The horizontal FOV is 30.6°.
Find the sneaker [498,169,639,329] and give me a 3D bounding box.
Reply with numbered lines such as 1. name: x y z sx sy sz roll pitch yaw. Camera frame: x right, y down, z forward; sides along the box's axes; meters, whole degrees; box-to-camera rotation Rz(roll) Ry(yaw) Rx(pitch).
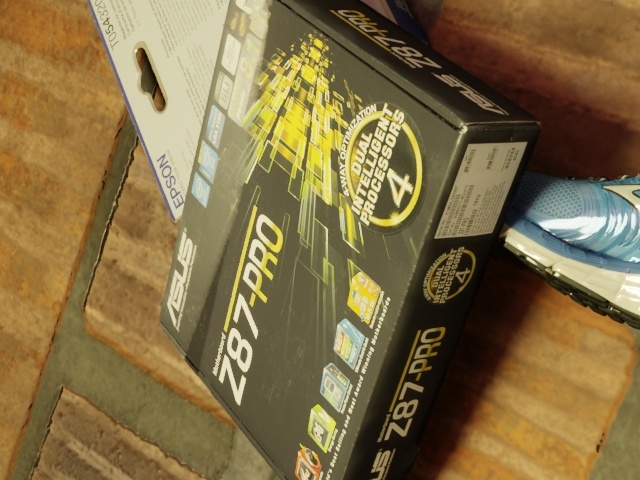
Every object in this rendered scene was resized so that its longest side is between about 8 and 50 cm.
1. sneaker: 0.263 -0.007 0.921 0.330 0.129 0.147 26 86 33

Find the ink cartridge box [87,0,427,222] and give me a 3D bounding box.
1. ink cartridge box: -0.083 -0.236 1.224 0.330 0.071 0.324 -37 65 32

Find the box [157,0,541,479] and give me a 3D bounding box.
1. box: 0.000 0.000 1.031 0.318 0.097 0.395 45 129 42
